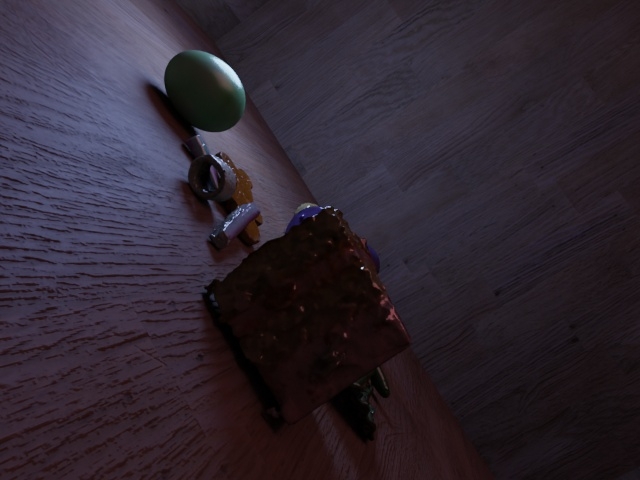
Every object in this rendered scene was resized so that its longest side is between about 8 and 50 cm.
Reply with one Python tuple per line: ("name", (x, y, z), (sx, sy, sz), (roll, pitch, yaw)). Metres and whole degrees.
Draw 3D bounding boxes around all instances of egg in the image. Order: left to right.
("egg", (-0.361, -0.468, 1.502), (0.269, 0.220, 0.220), (49, 11, -33))

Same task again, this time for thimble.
("thimble", (-0.276, -0.158, 1.228), (0.090, 0.102, 0.115), (-1, 83, -80))

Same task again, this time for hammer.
("hammer", (0.144, 0.378, 1.617), (0.335, 0.119, 0.206), (65, 10, 10))

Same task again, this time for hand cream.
("hand cream", (-0.329, -0.220, 1.387), (0.076, 0.047, 0.174), (-95, 160, -72))

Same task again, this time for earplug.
("earplug", (0.074, 0.053, 1.798), (0.456, 0.215, 0.215), (31, 25, -51))

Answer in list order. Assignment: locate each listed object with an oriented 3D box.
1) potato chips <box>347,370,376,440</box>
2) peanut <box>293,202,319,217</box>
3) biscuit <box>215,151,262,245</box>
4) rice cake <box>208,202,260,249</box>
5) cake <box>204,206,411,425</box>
("potato chips", (0.074, 0.339, 1.349), (0.373, 0.097, 0.389), (55, 11, -11))
("peanut", (0.001, -0.001, 2.018), (0.340, 0.158, 0.174), (58, -8, -6))
("biscuit", (-0.243, -0.116, 1.410), (0.205, 0.049, 0.324), (45, 19, -55))
("rice cake", (-0.213, -0.044, 1.213), (0.270, 0.049, 0.055), (-62, 135, -69))
("cake", (0.000, 0.146, 0.976), (0.307, 0.314, 0.293), (57, 7, 14))
